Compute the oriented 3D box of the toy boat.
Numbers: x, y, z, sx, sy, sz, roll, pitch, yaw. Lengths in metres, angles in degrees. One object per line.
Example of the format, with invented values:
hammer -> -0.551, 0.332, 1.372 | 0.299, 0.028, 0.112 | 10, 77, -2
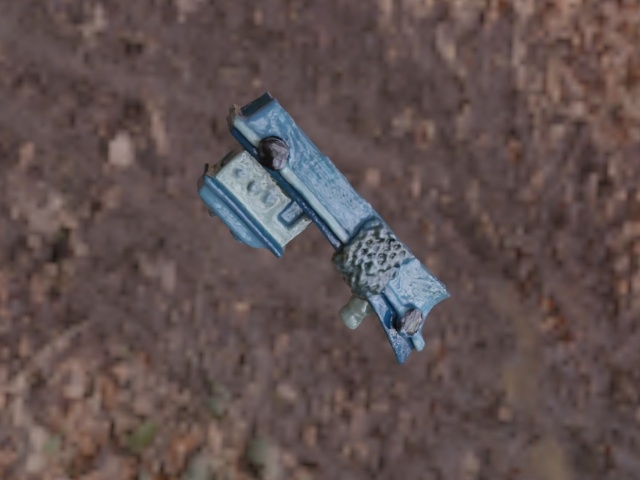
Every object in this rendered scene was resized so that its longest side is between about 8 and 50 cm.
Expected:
toy boat -> 0.000, 0.000, 1.444 | 0.238, 0.098, 0.109 | 47, 5, -12
